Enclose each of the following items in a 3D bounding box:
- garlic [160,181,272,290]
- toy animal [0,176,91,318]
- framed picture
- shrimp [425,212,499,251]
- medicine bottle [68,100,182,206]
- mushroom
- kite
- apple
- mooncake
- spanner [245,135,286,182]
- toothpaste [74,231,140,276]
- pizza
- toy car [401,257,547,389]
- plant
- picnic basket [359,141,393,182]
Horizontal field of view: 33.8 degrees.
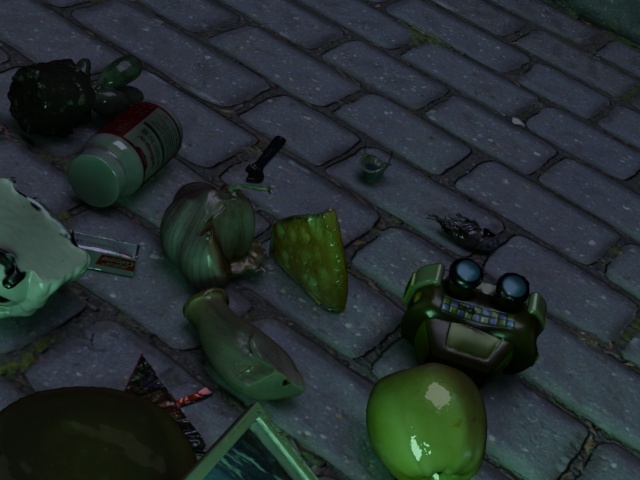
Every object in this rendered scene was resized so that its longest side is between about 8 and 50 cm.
[{"bbox_3d":[-0.148,-0.018,1.846,0.207,0.256,0.207,42,37,-43],"label":"garlic"},{"bbox_3d":[-0.487,0.025,1.654,0.208,0.156,0.204,41,38,1],"label":"toy animal"},{"bbox_3d":[-0.043,0.400,1.336,0.335,0.022,0.247,52,38,-4],"label":"framed picture"},{"bbox_3d":[0.293,-0.024,2.174,0.165,0.057,0.065,32,51,2],"label":"shrimp"},{"bbox_3d":[-0.366,-0.166,1.992,0.131,0.131,0.250,24,35,7],"label":"medicine bottle"},{"bbox_3d":[-0.132,0.170,1.680,0.108,0.096,0.247,-36,55,-21],"label":"mushroom"},{"bbox_3d":[-0.244,0.250,1.590,0.189,0.009,0.232,-14,47,-38],"label":"kite"},{"bbox_3d":[0.163,0.276,1.597,0.200,0.200,0.200,13,35,-9],"label":"apple"},{"bbox_3d":[-0.301,0.325,1.334,0.284,0.156,0.284,13,34,-9],"label":"mooncake"},{"bbox_3d":[-0.114,-0.173,2.224,0.046,0.012,0.208,23,34,6],"label":"spanner"},{"bbox_3d":[-0.410,0.016,1.799,0.196,0.047,0.040,12,32,-10],"label":"toothpaste"},{"bbox_3d":[-0.005,0.001,1.886,0.080,0.204,0.188,-26,47,-32],"label":"pizza"},{"bbox_3d":[0.257,0.168,1.817,0.247,0.204,0.198,16,58,-1],"label":"toy car"},{"bbox_3d":[-0.481,-0.292,2.108,0.274,0.146,0.149,-19,69,-43],"label":"plant"},{"bbox_3d":[0.116,-0.168,2.264,0.065,0.083,0.083,28,33,21],"label":"picnic basket"}]
